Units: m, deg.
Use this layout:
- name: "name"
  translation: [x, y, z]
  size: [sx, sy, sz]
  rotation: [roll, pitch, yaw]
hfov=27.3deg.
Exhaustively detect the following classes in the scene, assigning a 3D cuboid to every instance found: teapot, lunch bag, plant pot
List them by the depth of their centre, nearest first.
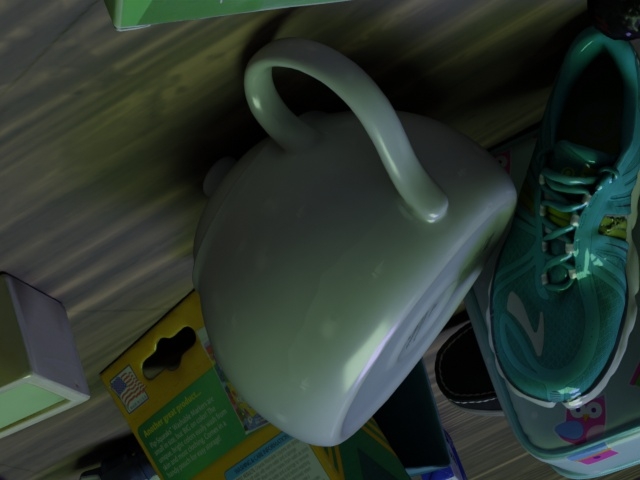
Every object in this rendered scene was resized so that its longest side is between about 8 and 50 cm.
- name: "teapot"
  translation: [0.000, 0.000, 0.899]
  size: [0.256, 0.187, 0.252]
  rotation: [-57, 168, 15]
- name: "lunch bag"
  translation: [0.220, 0.034, 1.038]
  size: [0.224, 0.279, 0.108]
  rotation: [-27, 149, 22]
- name: "plant pot"
  translation: [-0.025, 0.185, 1.331]
  size: [0.234, 0.165, 0.166]
  rotation: [-29, 158, 37]

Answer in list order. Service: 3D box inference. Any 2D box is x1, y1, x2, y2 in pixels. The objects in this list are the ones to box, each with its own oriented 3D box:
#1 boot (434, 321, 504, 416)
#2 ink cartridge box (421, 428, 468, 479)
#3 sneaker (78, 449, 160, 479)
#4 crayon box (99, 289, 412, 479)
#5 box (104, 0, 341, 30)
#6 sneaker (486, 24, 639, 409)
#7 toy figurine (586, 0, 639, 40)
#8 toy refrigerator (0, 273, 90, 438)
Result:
- name: "boot"
  translation: [0.224, 0.061, 1.287]
  size: [0.377, 0.138, 0.284]
  rotation: [-21, 155, 31]
- name: "ink cartridge box"
  translation: [0.168, 0.313, 1.871]
  size: [0.046, 0.097, 0.207]
  rotation: [-23, 159, 5]
- name: "sneaker"
  translation: [-0.185, 0.290, 1.498]
  size: [0.163, 0.086, 0.226]
  rotation: [-29, 149, -7]
- name: "crayon box"
  translation: [-0.041, 0.202, 1.169]
  size: [0.083, 0.323, 0.203]
  rotation: [-22, 166, -49]
- name: "box"
  translation: [0.037, -0.222, 0.494]
  size: [0.232, 0.058, 0.322]
  rotation: [-10, 145, -20]
- name: "sneaker"
  translation: [0.172, -0.021, 0.917]
  size: [0.107, 0.275, 0.110]
  rotation: [7, 164, 19]
- name: "toy figurine"
  translation: [0.278, -0.134, 0.778]
  size: [0.148, 0.209, 0.213]
  rotation: [-16, 161, -43]
- name: "toy refrigerator"
  translation: [-0.325, 0.131, 1.013]
  size: [0.270, 0.094, 0.102]
  rotation: [-23, 158, 7]
